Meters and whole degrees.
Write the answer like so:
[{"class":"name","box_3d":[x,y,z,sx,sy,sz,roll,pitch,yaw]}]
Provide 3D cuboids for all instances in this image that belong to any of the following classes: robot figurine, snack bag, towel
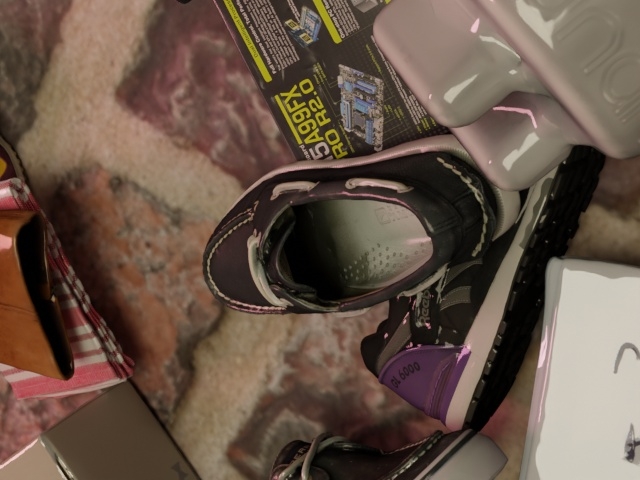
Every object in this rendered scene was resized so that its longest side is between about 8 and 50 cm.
[{"class":"robot figurine","box_3d":[0.203,-0.189,0.926,0.353,0.300,0.200,-41,45,9]},{"class":"snack bag","box_3d":[0.289,0.180,1.040,0.342,0.037,0.323,12,103,20]},{"class":"towel","box_3d":[-0.250,0.044,1.297,0.144,0.029,0.197,-14,109,41]}]

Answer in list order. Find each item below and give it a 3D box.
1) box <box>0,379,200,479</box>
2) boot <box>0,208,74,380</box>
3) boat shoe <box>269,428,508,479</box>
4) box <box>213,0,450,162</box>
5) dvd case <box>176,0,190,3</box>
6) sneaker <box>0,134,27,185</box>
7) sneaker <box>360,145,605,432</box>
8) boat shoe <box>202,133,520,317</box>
[{"class":"box","box_3d":[-0.266,0.261,1.332,0.311,0.148,0.121,-36,88,27]},{"class":"boot","box_3d":[-0.322,0.077,1.315,0.280,0.096,0.264,8,115,24]},{"class":"boat shoe","box_3d":[0.003,0.209,1.179,0.119,0.121,0.335,54,133,5]},{"class":"box","box_3d":[0.030,-0.196,1.109,0.216,0.060,0.270,-26,93,29]},{"class":"dvd case","box_3d":[-0.051,-0.303,1.063,0.179,0.029,0.239,-26,60,28]},{"class":"sneaker","box_3d":[-0.314,-0.085,1.284,0.069,0.084,0.185,-24,94,28]},{"class":"sneaker","box_3d":[0.105,0.002,1.111,0.124,0.107,0.283,29,115,20]},{"class":"boat shoe","box_3d":[0.000,0.000,1.087,0.302,0.091,0.114,-24,98,48]}]
